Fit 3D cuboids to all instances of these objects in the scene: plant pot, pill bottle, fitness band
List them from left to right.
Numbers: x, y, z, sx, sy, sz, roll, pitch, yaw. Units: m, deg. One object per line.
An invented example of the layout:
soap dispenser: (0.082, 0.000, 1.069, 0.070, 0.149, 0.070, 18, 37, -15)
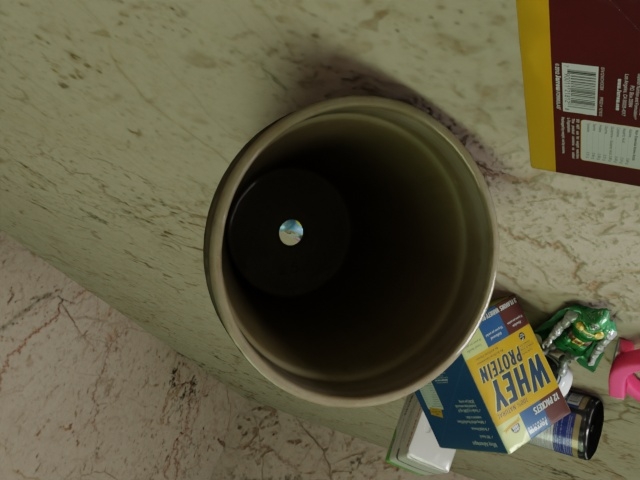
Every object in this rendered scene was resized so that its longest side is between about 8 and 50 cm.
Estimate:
plant pot: (0.000, 0.000, 0.881, 0.323, 0.323, 0.280, 31, 175, -20)
pill bottle: (0.440, 0.349, 1.474, 0.219, 0.123, 0.123, 10, 156, 34)
fitness band: (0.557, 0.225, 1.136, 0.208, 0.054, 0.291, 13, 159, 25)

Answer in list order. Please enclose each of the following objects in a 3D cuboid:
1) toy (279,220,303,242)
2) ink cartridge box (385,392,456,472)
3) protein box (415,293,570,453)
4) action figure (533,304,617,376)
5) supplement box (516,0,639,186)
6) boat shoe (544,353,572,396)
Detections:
toy: (0.000, 0.018, 1.129, 0.136, 0.056, 0.237, 1, 150, 49)
ink cartridge box: (0.273, 0.489, 1.896, 0.114, 0.199, 0.273, 23, 160, 1)
protein box: (0.250, 0.217, 1.187, 0.201, 0.135, 0.200, 65, 155, 2)
action figure: (0.389, 0.150, 1.126, 0.137, 0.064, 0.232, 23, 157, 10)
supplement box: (0.242, -0.132, 0.467, 0.194, 0.129, 0.191, 14, 157, 25)
boat shoe: (0.306, 0.222, 1.341, 0.102, 0.108, 0.301, 36, 164, -34)
